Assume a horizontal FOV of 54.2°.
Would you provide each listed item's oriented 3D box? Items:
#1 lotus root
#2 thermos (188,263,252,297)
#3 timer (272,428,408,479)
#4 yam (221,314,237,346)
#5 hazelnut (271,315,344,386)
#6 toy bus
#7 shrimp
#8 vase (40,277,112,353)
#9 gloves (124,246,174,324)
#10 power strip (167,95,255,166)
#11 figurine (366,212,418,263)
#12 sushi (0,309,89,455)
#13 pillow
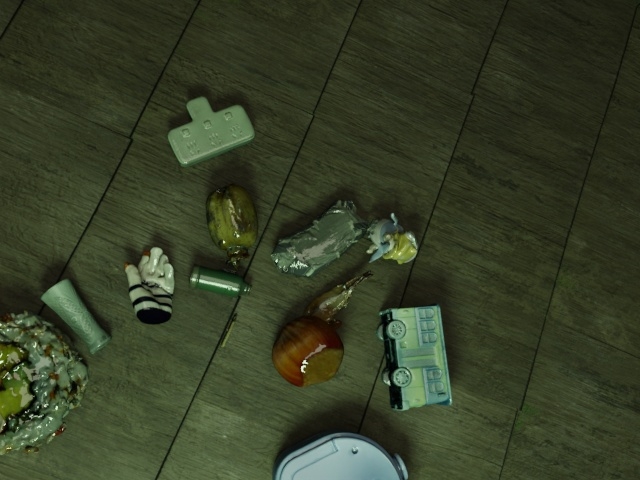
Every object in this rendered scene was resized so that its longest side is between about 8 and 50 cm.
[{"bbox_3d":[-0.266,-0.039,1.922,0.154,0.154,0.277,-11,80,-13],"label":"lotus root"},{"bbox_3d":[-0.304,0.129,1.919,0.188,0.083,0.073,15,98,-9],"label":"thermos"},{"bbox_3d":[0.074,0.732,1.811,0.396,0.173,0.394,2,77,-10],"label":"timer"},{"bbox_3d":[-0.280,0.277,1.917,0.014,0.014,0.107,24,75,-6],"label":"yam"},{"bbox_3d":[-0.033,0.336,1.880,0.186,0.210,0.210,40,72,-26],"label":"hazelnut"},{"bbox_3d":[0.290,0.360,1.944,0.190,0.152,0.312,-3,78,-12],"label":"toy bus"},{"bbox_3d":[0.067,0.197,1.980,0.262,0.066,0.117,-31,101,-1],"label":"shrimp"},{"bbox_3d":[-0.698,0.222,1.808,0.096,0.096,0.219,-39,91,-16],"label":"vase"},{"bbox_3d":[-0.502,0.132,1.860,0.140,0.131,0.218,-8,50,-11],"label":"gloves"},{"bbox_3d":[-0.364,-0.365,2.010,0.265,0.059,0.193,-25,85,-14],"label":"power strip"},{"bbox_3d":[0.225,0.006,2.006,0.184,0.128,0.208,44,36,-2],"label":"figurine"},{"bbox_3d":[-0.847,0.390,1.696,0.418,0.176,0.417,2,78,-11],"label":"sushi"},{"bbox_3d":[0.000,0.000,1.990,0.335,0.092,0.161,-37,83,-15],"label":"pillow"}]
